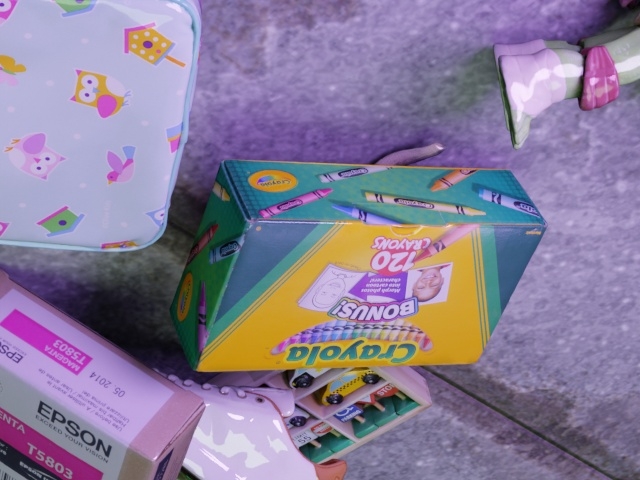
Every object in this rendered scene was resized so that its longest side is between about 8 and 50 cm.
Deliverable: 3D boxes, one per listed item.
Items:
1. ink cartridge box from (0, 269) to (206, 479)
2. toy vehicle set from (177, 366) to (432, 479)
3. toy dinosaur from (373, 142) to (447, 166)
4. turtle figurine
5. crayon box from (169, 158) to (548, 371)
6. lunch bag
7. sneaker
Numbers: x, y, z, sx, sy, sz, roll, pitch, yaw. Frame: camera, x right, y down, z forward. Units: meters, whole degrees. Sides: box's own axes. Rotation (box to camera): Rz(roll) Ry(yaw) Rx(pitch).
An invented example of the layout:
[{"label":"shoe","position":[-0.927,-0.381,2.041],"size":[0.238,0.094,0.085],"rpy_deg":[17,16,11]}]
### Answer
[{"label":"ink cartridge box","position":[-0.238,0.164,1.411],"size":[0.235,0.088,0.193],"rpy_deg":[31,136,10]},{"label":"toy vehicle set","position":[-0.042,0.179,1.593],"size":[0.267,0.035,0.166],"rpy_deg":[-32,134,23]},{"label":"toy dinosaur","position":[0.000,0.000,1.389],"size":[0.118,0.064,0.268],"rpy_deg":[9,131,-25]},{"label":"turtle figurine","position":[0.278,-0.102,1.222],"size":[0.266,0.197,0.274],"rpy_deg":[-10,135,6]},{"label":"crayon box","position":[0.030,0.023,1.322],"size":[0.278,0.081,0.165],"rpy_deg":[0,131,-27]},{"label":"lunch bag","position":[-0.208,-0.118,1.173],"size":[0.224,0.108,0.279],"rpy_deg":[5,136,-10]},{"label":"sneaker","position":[-0.103,0.163,1.497],"size":[0.290,0.123,0.106],"rpy_deg":[38,169,-7]}]
